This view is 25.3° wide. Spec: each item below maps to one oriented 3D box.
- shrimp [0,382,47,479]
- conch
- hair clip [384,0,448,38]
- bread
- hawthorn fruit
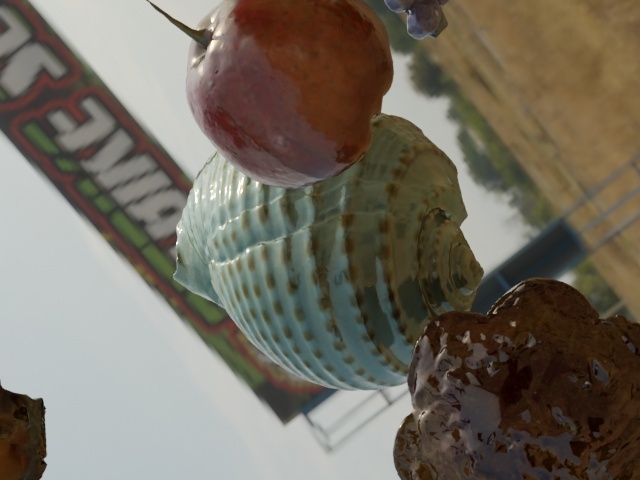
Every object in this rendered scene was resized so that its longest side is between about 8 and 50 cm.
[{"bbox_3d":[-0.281,0.123,0.862,0.290,0.222,0.054,36,141,53],"label":"shrimp"},{"bbox_3d":[0.003,-0.001,1.443,0.215,0.319,0.303,81,-168,-85],"label":"conch"},{"bbox_3d":[0.085,-0.304,1.492,0.124,0.052,0.195,-49,-59,-37],"label":"hair clip"},{"bbox_3d":[0.185,0.149,1.267,0.232,0.247,0.135,42,-179,8],"label":"bread"},{"bbox_3d":[-0.024,-0.088,0.821,0.125,0.140,0.125,35,130,56],"label":"hawthorn fruit"}]
